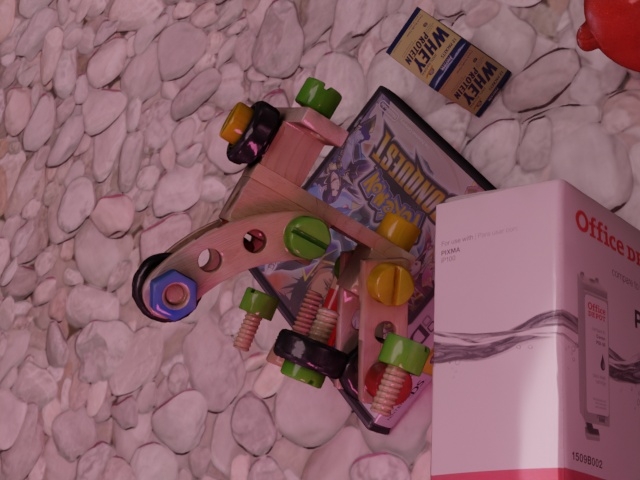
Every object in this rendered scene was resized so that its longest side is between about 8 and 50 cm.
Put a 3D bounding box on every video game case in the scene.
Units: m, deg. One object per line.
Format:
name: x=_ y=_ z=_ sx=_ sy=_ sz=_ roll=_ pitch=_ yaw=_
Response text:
video game case: x=0.063 y=0.012 z=1.224 sx=0.248 sy=0.035 sz=0.275 roll=-52 pitch=47 yaw=13

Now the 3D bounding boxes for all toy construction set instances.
toy construction set: x=0.000 y=0.000 z=1.071 sx=0.257 sy=0.309 sz=0.237 roll=21 pitch=84 yaw=8

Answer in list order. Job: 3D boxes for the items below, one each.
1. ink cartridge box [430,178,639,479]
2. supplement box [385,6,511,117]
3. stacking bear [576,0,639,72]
ink cartridge box: x=0.186 y=0.117 z=0.949 sx=0.117 sy=0.207 sz=0.283 roll=-12 pitch=66 yaw=38
supplement box: x=0.127 y=-0.176 z=1.207 sx=0.056 sy=0.083 sz=0.083 roll=-55 pitch=47 yaw=12
stacking bear: x=0.341 y=-0.196 z=0.977 sx=0.289 sy=0.164 sz=0.175 roll=5 pitch=65 yaw=51
